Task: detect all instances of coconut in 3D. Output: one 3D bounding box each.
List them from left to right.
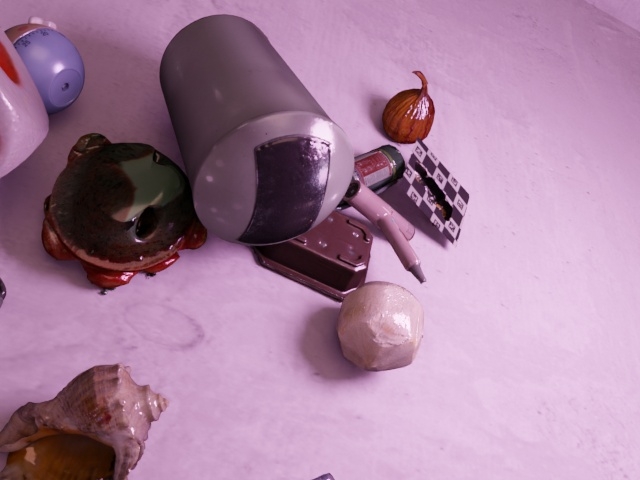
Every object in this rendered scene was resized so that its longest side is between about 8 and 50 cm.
[{"bbox_3d":[0.110,0.165,1.071,0.161,0.161,0.162,22,53,-14],"label":"coconut"}]

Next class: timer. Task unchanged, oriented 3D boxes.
[{"bbox_3d":[-0.537,-0.346,1.059,0.175,0.175,0.255,-29,80,-38],"label":"timer"}]

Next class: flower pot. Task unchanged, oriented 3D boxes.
[{"bbox_3d":[0.000,0.000,1.167,0.251,0.084,0.178,26,51,-11],"label":"flower pot"}]

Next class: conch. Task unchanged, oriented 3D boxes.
[{"bbox_3d":[-0.318,0.265,0.779,0.246,0.162,0.178,-13,45,-2],"label":"conch"}]

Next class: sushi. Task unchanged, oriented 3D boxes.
[{"bbox_3d":[0.256,-0.109,1.384,0.215,0.051,0.192,44,46,-21],"label":"sushi"}]

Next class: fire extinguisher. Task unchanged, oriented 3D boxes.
[{"bbox_3d":[0.065,-0.131,1.284,0.294,0.093,0.118,-27,77,-38],"label":"fire extinguisher"}]

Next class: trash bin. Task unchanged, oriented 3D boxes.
[{"bbox_3d":[-0.128,-0.196,1.059,0.281,0.280,0.432,-2,45,-29],"label":"trash bin"}]

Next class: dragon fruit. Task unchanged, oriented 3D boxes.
[{"bbox_3d":[-0.329,-0.057,1.008,0.268,0.130,0.295,38,49,6],"label":"dragon fruit"}]

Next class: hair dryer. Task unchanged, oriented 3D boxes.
[{"bbox_3d":[0.141,-0.005,1.184,0.195,0.054,0.220,35,25,-34],"label":"hair dryer"}]

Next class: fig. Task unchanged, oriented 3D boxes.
[{"bbox_3d":[0.237,-0.344,1.456,0.134,0.201,0.146,12,47,-9],"label":"fig"}]

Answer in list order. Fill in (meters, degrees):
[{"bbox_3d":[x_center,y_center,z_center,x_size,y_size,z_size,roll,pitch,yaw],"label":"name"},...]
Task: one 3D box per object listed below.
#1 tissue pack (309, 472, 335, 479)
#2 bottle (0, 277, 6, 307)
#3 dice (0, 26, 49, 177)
[{"bbox_3d":[-0.032,0.530,0.770,0.260,0.122,0.361,-12,68,-30],"label":"tissue pack"},{"bbox_3d":[-0.576,0.027,0.843,0.254,0.079,0.096,36,52,-1],"label":"bottle"},{"bbox_3d":[-0.577,-0.220,0.841,0.251,0.259,0.243,-27,40,-4],"label":"dice"}]
